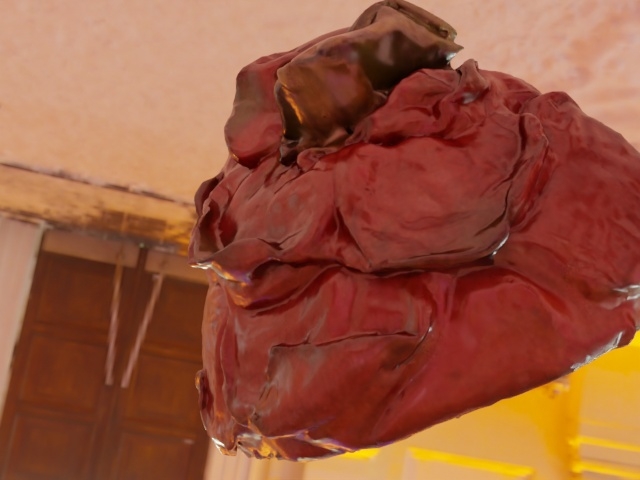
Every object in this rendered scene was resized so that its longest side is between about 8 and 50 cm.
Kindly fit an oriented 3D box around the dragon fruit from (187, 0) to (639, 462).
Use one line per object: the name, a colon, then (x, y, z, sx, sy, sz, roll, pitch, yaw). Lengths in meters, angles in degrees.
dragon fruit: (0.000, 0.000, 0.504, 0.317, 0.205, 0.152, -27, 177, 40)
